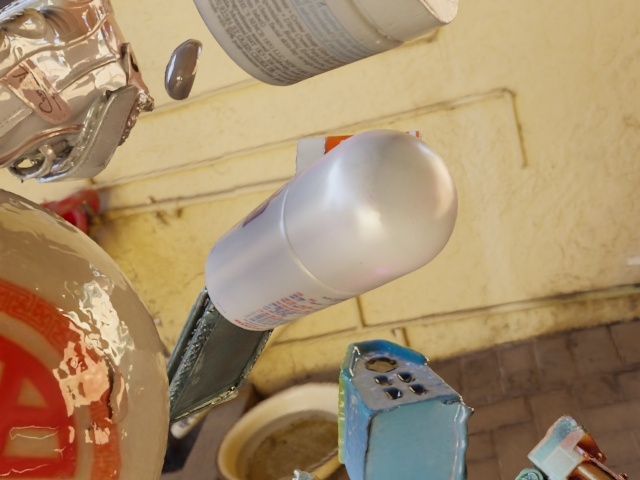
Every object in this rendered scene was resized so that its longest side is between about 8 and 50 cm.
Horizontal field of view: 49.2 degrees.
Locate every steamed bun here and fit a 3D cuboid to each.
[{"bbox_3d":[-0.210,0.103,0.365,0.283,0.283,0.177,-30,12,-29],"label":"steamed bun"}]

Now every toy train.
[{"bbox_3d":[0.283,0.274,0.741,0.118,0.074,0.176,-46,21,-4],"label":"toy train"}]

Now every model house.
[{"bbox_3d":[0.130,0.356,1.403,0.215,0.237,0.303,-8,23,-21],"label":"model house"}]

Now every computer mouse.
[{"bbox_3d":[-0.185,-0.230,0.930,0.039,0.066,0.096,17,51,-16],"label":"computer mouse"}]

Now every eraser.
[{"bbox_3d":[0.069,-0.117,1.250,0.230,0.038,0.157,-3,64,10],"label":"eraser"}]

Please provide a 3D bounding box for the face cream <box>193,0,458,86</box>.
[{"bbox_3d":[0.001,-0.220,0.523,0.152,0.177,0.177,-13,21,29],"label":"face cream"}]

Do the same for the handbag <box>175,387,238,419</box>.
[{"bbox_3d":[-0.325,0.343,1.519,0.219,0.079,0.256,3,-23,-44],"label":"handbag"}]

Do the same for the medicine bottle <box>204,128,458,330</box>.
[{"bbox_3d":[0.000,0.000,0.682,0.130,0.130,0.341,-31,1,-31],"label":"medicine bottle"}]

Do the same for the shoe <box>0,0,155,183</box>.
[{"bbox_3d":[-0.306,-0.150,0.769,0.171,0.198,0.351,-8,37,34],"label":"shoe"}]

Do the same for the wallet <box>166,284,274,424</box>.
[{"bbox_3d":[-0.181,0.186,1.306,0.075,0.342,0.237,43,33,25],"label":"wallet"}]

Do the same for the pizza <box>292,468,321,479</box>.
[{"bbox_3d":[-0.056,0.438,0.830,0.287,0.280,0.075,-17,-19,-14],"label":"pizza"}]
